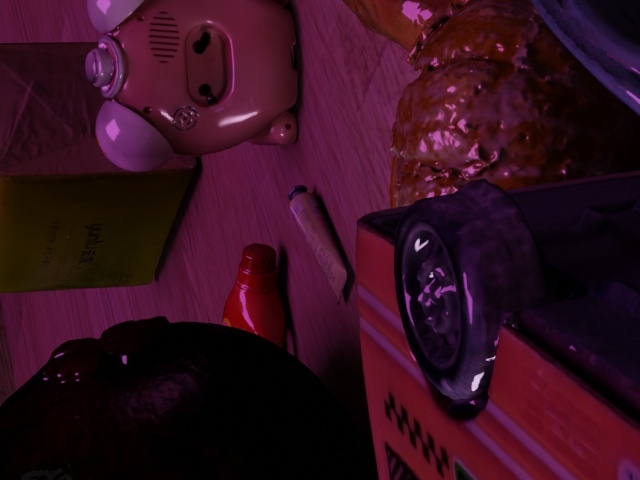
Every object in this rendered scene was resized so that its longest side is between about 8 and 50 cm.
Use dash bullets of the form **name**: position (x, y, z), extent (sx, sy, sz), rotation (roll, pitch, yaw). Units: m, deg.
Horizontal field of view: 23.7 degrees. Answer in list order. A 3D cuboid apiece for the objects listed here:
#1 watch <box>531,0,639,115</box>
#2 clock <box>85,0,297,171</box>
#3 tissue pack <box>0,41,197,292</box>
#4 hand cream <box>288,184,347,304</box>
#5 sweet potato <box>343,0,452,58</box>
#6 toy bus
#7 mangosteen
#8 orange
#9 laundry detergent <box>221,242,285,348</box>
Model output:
- **watch**: position (0.151, -0.131, 0.510), extent (0.195, 0.068, 0.237), rotation (-55, 32, 12)
- **clock**: position (-0.103, -0.140, 1.200), extent (0.092, 0.162, 0.166), rotation (-169, 75, -67)
- **tissue pack**: position (-0.259, -0.069, 1.598), extent (0.275, 0.200, 0.167), rotation (122, 141, -60)
- **hand cream**: position (0.000, 0.000, 1.157), extent (0.035, 0.022, 0.102), rotation (107, 145, -46)
- **sweet potato**: position (0.047, -0.157, 0.873), extent (0.252, 0.097, 0.097), rotation (-120, 31, -53)
- **toy bus**: position (0.166, 0.109, 0.452), extent (0.427, 0.203, 0.233), rotation (-139, 43, -65)
- **mangosteen**: position (-0.103, 0.230, 1.096), extent (0.307, 0.306, 0.347), rotation (-158, 52, -68)
- **orange**: position (0.100, -0.040, 0.686), extent (0.156, 0.134, 0.157), rotation (2, -90, -67)
- **laundry detergent**: position (-0.056, 0.084, 1.290), extent (0.097, 0.049, 0.165), rotation (43, 134, 52)
